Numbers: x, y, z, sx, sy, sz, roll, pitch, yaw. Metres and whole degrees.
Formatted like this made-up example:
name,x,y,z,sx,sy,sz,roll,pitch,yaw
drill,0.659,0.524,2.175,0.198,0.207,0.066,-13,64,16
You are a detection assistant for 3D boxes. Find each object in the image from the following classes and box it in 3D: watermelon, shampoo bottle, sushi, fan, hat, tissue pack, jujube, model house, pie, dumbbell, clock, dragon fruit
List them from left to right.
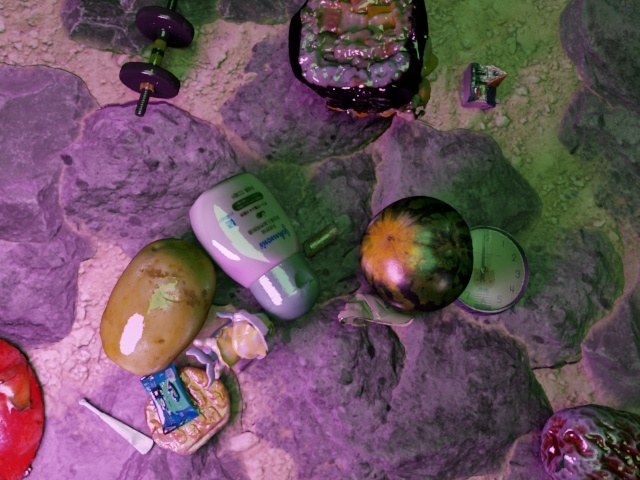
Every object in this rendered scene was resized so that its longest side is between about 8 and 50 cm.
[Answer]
name,x,y,z,sx,sy,sz,roll,pitch,yaw
dragon fruit,-0.727,0.404,1.366,0.282,0.100,0.343,39,78,-2
fan,-0.457,0.409,1.433,0.193,0.016,0.038,36,74,0
dumbbell,-0.391,-0.448,1.544,0.143,0.143,0.325,13,78,-4
tissue pack,-0.334,0.345,1.410,0.085,0.028,0.138,-28,84,-10
pie,-0.300,0.376,1.442,0.195,0.046,0.195,1,80,-8
shampoo bottle,-0.136,0.026,1.468,0.222,0.151,0.349,-30,84,-43
sushi,0.113,-0.439,1.549,0.329,0.285,0.328,-5,73,14
hat,0.134,0.167,1.494,0.166,0.122,0.081,8,86,17
watermelon,0.218,0.034,1.463,0.269,0.269,0.269,1,79,-6
model house,0.423,-0.395,1.656,0.100,0.088,0.100,6,82,-4
clock,0.406,0.072,1.582,0.226,0.049,0.226,1,80,-6
jujube,0.653,0.492,1.443,0.317,0.226,0.226,15,77,-11

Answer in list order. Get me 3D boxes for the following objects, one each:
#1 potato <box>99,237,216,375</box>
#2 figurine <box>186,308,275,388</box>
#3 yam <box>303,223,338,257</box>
name,x,y,z,sx,sy,sz,roll,pitch,yaw
potato,-0.353,0.139,1.403,0.216,0.216,0.304,35,74,1
figurine,-0.191,0.227,1.419,0.208,0.184,0.128,-40,107,-38
yam,0.000,0.000,1.552,0.094,0.043,0.043,-33,84,-13
